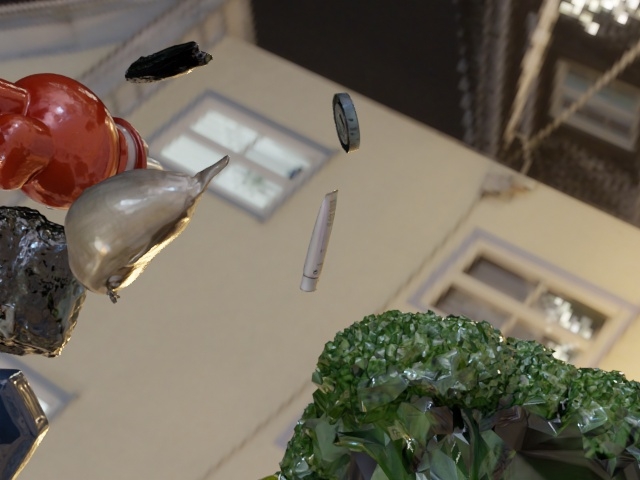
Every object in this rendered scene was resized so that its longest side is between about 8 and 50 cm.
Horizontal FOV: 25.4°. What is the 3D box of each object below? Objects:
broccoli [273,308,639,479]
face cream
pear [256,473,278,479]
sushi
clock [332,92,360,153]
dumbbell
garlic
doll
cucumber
[{"bbox_3d":[0.128,0.234,1.088,0.310,0.413,0.321,-37,7,-20],"label":"broccoli"},{"bbox_3d":[0.000,0.000,1.542,0.038,0.020,0.115,-24,-49,-65],"label":"face cream"},{"bbox_3d":[-0.029,0.332,1.412,0.216,0.166,0.180,-64,-47,-68],"label":"pear"},{"bbox_3d":[-0.278,0.041,1.343,0.225,0.126,0.136,171,118,-73],"label":"sushi"},{"bbox_3d":[0.035,-0.161,1.943,0.017,0.085,0.085,-12,-45,-10],"label":"clock"},{"bbox_3d":[-0.435,0.245,1.666,0.160,0.144,0.325,-59,-3,8],"label":"dumbbell"},{"bbox_3d":[-0.129,-0.015,0.947,0.084,0.066,0.152,-49,3,-35],"label":"garlic"},{"bbox_3d":[-0.279,-0.105,1.491,0.130,0.161,0.290,-42,-28,19],"label":"doll"},{"bbox_3d":[-0.166,-0.188,1.525,0.033,0.135,0.034,47,-117,-25],"label":"cucumber"}]
